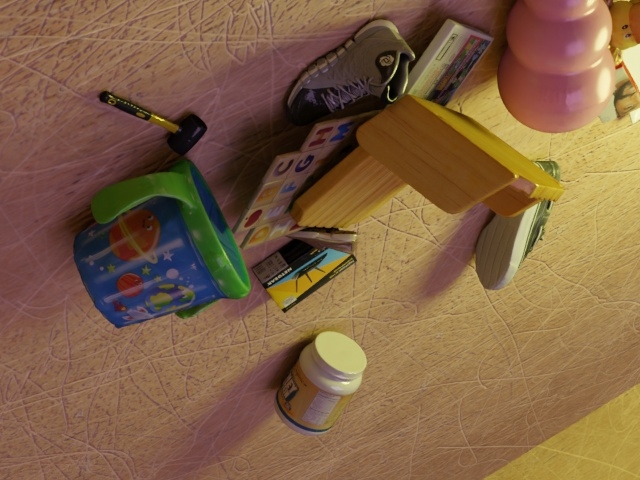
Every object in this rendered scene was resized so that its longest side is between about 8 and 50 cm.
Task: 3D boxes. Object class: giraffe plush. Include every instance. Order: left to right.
[{"bbox_3d":[0.577,-0.408,1.963,0.170,0.181,0.210,-32,180,-31],"label":"giraffe plush"}]

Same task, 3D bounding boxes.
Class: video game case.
[{"bbox_3d":[0.201,-0.280,1.877,0.201,0.023,0.183,-55,158,20],"label":"video game case"}]

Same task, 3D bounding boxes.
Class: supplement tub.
[{"bbox_3d":[0.001,0.308,2.357,0.144,0.144,0.199,-1,133,-41],"label":"supplement tub"}]

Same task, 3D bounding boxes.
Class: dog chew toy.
[{"bbox_3d":[0.409,-0.347,1.884,0.207,0.206,0.331,-25,137,-16],"label":"dog chew toy"}]

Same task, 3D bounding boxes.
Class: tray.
[{"bbox_3d":[0.673,-0.357,2.248,0.145,0.030,0.270,-37,147,2],"label":"tray"}]

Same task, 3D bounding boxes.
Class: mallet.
[{"bbox_3d":[-0.258,-0.176,1.642,0.190,0.039,0.062,14,125,-43],"label":"mallet"}]

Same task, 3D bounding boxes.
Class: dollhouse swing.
[{"bbox_3d":[0.184,-0.063,1.889,0.305,0.315,0.347,-55,161,14],"label":"dollhouse swing"}]

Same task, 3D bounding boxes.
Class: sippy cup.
[{"bbox_3d":[-0.258,0.022,1.729,0.224,0.240,0.305,-25,111,2],"label":"sippy cup"}]

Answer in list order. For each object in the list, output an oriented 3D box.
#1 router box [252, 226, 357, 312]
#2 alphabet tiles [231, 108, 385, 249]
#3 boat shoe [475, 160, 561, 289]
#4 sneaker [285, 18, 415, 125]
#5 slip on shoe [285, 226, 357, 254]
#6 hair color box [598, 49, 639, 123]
[{"bbox_3d":[-0.028,0.048,2.102,0.179,0.046,0.133,-35,146,-2],"label":"router box"},{"bbox_3d":[-0.003,-0.107,1.874,0.343,0.011,0.285,-20,151,-50],"label":"alphabet tiles"},{"bbox_3d":[0.436,-0.027,2.355,0.119,0.121,0.335,-9,136,-28],"label":"boat shoe"},{"bbox_3d":[0.054,-0.243,1.741,0.229,0.132,0.086,-42,143,8],"label":"sneaker"},{"bbox_3d":[0.000,0.000,2.017,0.135,0.051,0.041,4,103,-4],"label":"slip on shoe"},{"bbox_3d":[0.572,-0.304,2.170,0.093,0.053,0.167,-24,150,22],"label":"hair color box"}]
